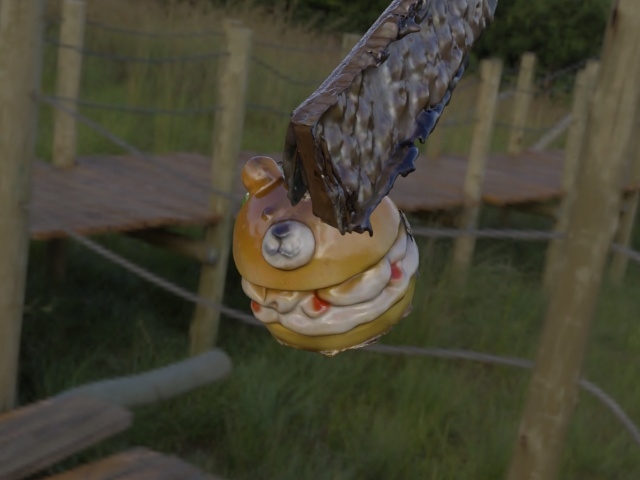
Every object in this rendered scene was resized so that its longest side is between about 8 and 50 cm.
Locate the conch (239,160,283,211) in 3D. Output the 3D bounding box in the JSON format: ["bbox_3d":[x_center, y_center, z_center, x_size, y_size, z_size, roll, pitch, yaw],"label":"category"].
[{"bbox_3d":[-0.078,-0.065,1.877,0.080,0.095,0.200,9,37,11],"label":"conch"}]

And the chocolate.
[{"bbox_3d":[0.057,-0.127,0.840,0.065,0.102,0.329,6,38,24],"label":"chocolate"}]

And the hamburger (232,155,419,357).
[{"bbox_3d":[0.000,0.000,1.669,0.276,0.236,0.276,-11,38,8],"label":"hamburger"}]
